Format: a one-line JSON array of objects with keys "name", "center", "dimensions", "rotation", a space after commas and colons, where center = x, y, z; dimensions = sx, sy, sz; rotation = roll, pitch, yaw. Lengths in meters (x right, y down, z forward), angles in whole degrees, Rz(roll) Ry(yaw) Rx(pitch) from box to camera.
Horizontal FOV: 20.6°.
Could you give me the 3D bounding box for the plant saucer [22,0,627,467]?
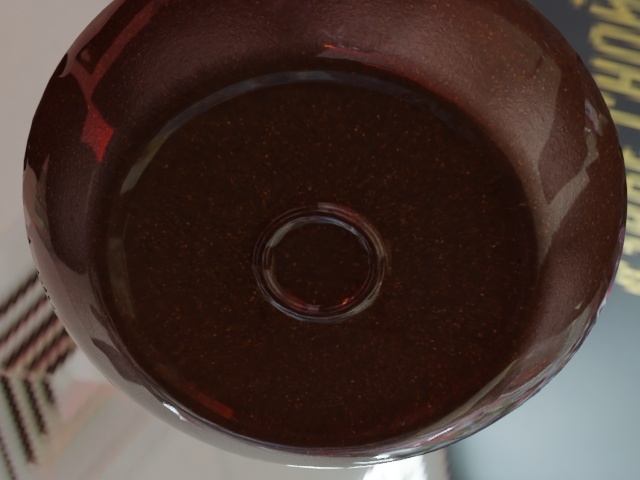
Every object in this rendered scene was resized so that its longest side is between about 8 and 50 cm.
[{"name": "plant saucer", "center": [0.000, 0.000, 0.564], "dimensions": [0.036, 0.199, 0.198], "rotation": [-84, -5, -63]}]
